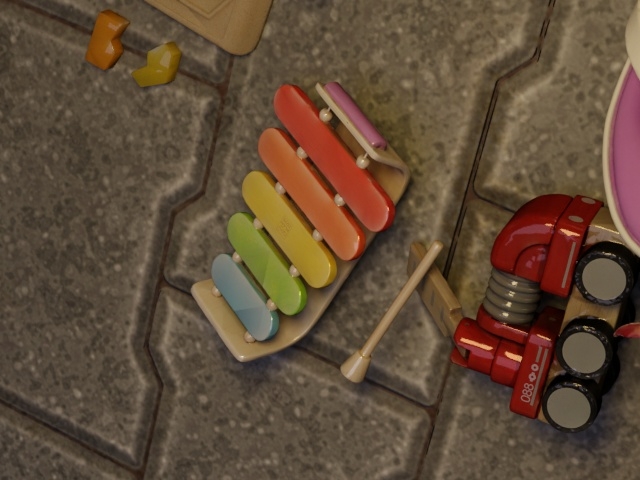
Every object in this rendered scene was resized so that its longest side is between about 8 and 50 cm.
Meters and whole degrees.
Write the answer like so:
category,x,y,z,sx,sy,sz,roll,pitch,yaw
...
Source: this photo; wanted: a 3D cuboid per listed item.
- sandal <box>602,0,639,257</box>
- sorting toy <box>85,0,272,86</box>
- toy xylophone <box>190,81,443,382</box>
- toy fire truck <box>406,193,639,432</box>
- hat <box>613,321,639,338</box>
category,x,y,z,sx,sy,sz,roll,pitch,yaw
sandal,0.331,-0.175,1.714,0.169,0.102,0.416,6,71,31
sorting toy,-0.155,-0.293,2.119,0.229,0.041,0.307,31,118,19
toy xylophone,0.000,0.000,2.066,0.236,0.081,0.323,45,122,34
toy fire truck,0.191,0.046,1.979,0.246,0.158,0.217,18,115,14
hat,0.427,0.053,1.827,0.183,0.208,0.173,45,136,34
